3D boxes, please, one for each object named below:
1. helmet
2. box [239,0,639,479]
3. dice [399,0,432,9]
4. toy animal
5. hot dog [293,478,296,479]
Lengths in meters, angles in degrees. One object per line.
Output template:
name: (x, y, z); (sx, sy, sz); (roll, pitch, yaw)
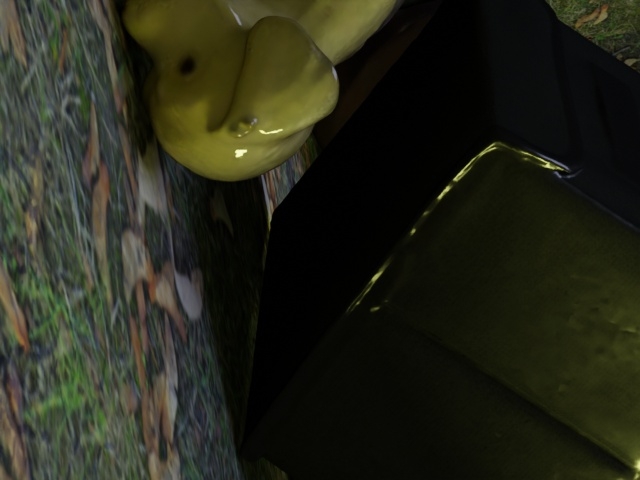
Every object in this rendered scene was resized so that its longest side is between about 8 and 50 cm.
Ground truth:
helmet: (0.078, -0.158, 1.735); (0.177, 0.225, 0.305); (51, -2, -2)
box: (0.108, 0.017, 1.175); (0.204, 0.251, 0.345); (34, 22, -12)
dice: (0.001, -0.238, 1.175); (0.182, 0.181, 0.183); (28, 54, -80)
toy animal: (-0.015, -0.130, 0.973); (0.168, 0.121, 0.233); (-62, 177, 23)
hot dog: (0.004, 0.178, 1.251); (0.062, 0.038, 0.144); (-92, 173, -68)
